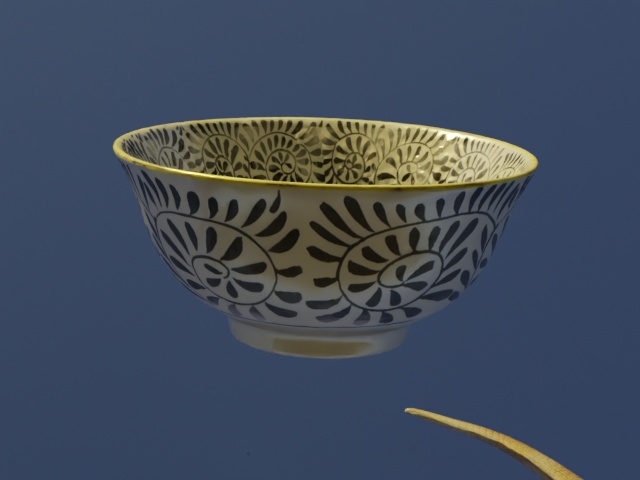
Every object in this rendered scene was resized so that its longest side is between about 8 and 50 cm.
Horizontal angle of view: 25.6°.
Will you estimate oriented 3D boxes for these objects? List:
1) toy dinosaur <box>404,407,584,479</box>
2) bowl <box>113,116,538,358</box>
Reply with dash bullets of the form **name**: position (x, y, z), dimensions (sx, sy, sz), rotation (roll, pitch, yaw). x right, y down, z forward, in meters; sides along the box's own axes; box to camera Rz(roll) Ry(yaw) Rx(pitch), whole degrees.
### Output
- **toy dinosaur**: position (0.098, 0.099, 0.343), dimensions (0.053, 0.092, 0.183), rotation (-47, -136, 15)
- **bowl**: position (0.000, 0.000, 0.575), dimensions (0.170, 0.170, 0.080), rotation (3, -77, -3)
